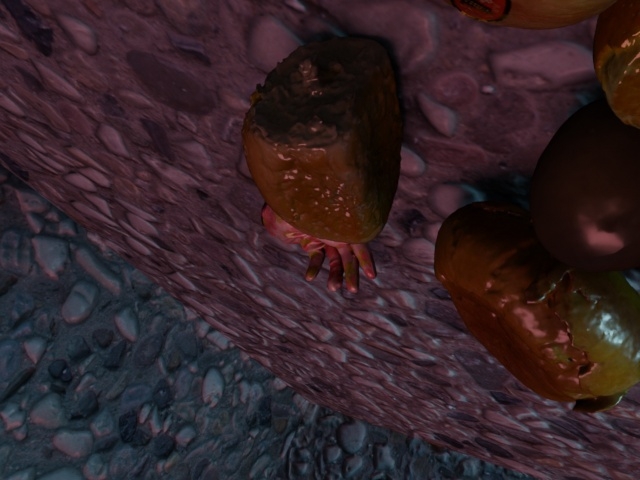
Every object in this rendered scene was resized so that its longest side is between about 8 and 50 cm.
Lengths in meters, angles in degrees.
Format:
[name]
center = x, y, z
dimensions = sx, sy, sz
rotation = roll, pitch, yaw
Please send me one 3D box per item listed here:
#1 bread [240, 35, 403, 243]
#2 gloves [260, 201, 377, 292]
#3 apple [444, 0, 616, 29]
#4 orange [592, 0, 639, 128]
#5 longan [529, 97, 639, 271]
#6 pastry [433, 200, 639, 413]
[bread]
center = 0.001, -0.131, 0.770
dimensions = 0.176, 0.195, 0.246
rotation = 10, 150, 22
[gloves]
center = 0.005, -0.006, 1.124
dimensions = 0.241, 0.126, 0.145
rotation = 27, 131, 8
[apple]
center = 0.137, -0.244, 0.375
dimensions = 0.188, 0.211, 0.211
rotation = 26, 157, -1
[orange]
center = 0.317, -0.162, 0.410
dimensions = 0.179, 0.158, 0.237
rotation = 29, 161, -37
[longan]
center = 0.303, -0.053, 0.631
dimensions = 0.189, 0.189, 0.189
rotation = 23, 156, 11
[pastry]
center = 0.297, 0.090, 0.853
dimensions = 0.356, 0.164, 0.356
rotation = 43, 174, 6
